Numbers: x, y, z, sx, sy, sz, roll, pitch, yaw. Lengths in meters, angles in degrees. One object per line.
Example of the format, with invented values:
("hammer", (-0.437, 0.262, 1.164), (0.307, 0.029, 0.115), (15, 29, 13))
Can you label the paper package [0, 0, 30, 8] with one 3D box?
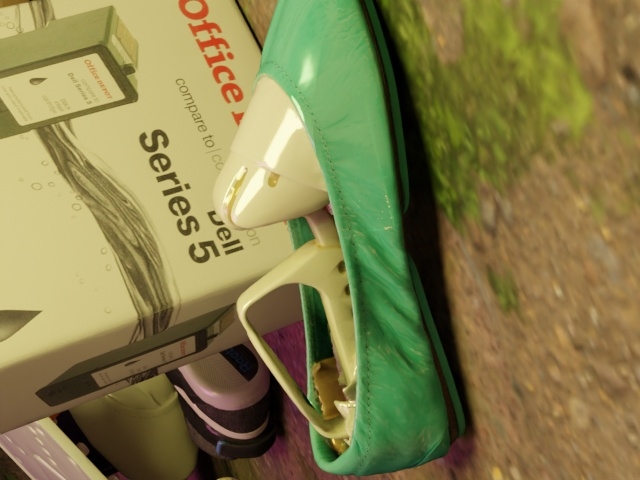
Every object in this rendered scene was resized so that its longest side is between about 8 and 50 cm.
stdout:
("paper package", (-0.477, -0.279, 1.357), (0.309, 0.168, 0.324), (40, 145, 55))

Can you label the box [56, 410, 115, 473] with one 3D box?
("box", (-0.347, 0.191, 1.457), (0.294, 0.183, 0.296), (65, 161, 8))

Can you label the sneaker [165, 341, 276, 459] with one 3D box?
("sneaker", (-0.110, 0.102, 0.870), (0.217, 0.079, 0.121), (48, 150, 44))

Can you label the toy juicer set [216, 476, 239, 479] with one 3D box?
("toy juicer set", (-0.024, 0.290, 0.835), (0.329, 0.090, 0.209), (83, 171, -56))

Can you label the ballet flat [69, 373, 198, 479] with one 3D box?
("ballet flat", (-0.242, 0.087, 1.174), (0.400, 0.139, 0.139), (61, 159, 27))

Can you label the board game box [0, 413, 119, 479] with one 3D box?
("board game box", (-0.243, 0.261, 1.104), (0.390, 0.050, 0.390), (51, 154, -15))

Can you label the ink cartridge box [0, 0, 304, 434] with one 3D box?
("ink cartridge box", (-0.147, -0.018, 0.560), (0.198, 0.273, 0.114), (63, 157, 18))

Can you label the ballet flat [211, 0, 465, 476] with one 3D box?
("ballet flat", (0.000, 0.000, 0.458), (0.083, 0.087, 0.247), (24, 131, 65))
